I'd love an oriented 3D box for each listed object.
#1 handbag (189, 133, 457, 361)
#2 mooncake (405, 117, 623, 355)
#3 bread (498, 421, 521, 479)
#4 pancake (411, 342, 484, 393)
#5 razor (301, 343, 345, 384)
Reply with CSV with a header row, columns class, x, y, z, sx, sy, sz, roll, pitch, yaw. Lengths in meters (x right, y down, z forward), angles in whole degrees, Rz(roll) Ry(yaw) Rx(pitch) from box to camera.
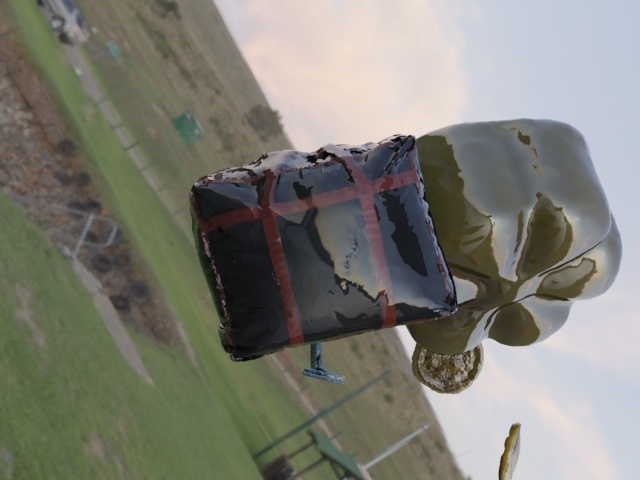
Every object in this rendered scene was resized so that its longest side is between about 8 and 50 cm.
class,x,y,z,sx,sy,sz,roll,pitch,yaw
handbag,0.000,0.000,0.713,0.155,0.215,0.169,-141,-140,-80
mooncake,0.312,0.002,1.468,0.467,0.467,0.262,71,8,-50
bread,0.329,0.366,1.392,0.024,0.110,0.110,11,-34,23
pancake,0.260,0.241,1.646,0.158,0.158,0.028,62,7,-10
razor,-0.007,0.126,1.183,0.033,0.066,0.190,-51,-147,41
